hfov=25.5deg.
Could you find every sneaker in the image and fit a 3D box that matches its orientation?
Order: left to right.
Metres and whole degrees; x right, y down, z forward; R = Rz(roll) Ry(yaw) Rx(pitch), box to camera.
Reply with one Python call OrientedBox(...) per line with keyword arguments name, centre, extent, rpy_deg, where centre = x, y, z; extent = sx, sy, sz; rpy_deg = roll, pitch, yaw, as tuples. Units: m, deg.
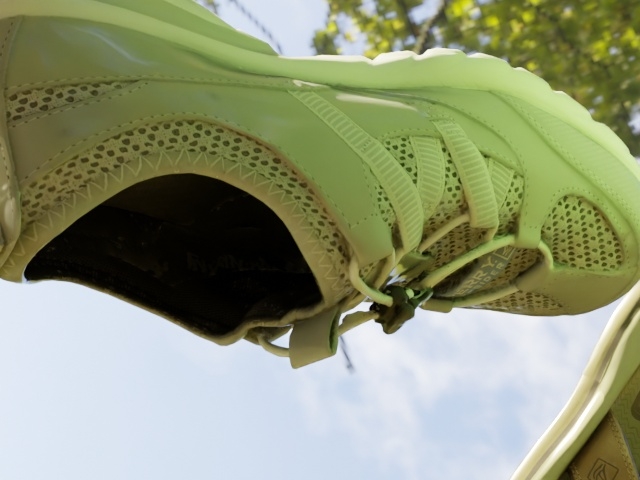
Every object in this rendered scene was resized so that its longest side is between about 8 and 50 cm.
OrientedBox(name="sneaker", centre=(0.000, 0.000, 0.464), extent=(0.105, 0.281, 0.115), rpy_deg=(-53, -141, 40))

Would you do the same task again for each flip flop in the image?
OrientedBox(name="flip flop", centre=(0.160, 0.140, 0.746), extent=(0.080, 0.277, 0.112), rpy_deg=(24, -13, 38))
